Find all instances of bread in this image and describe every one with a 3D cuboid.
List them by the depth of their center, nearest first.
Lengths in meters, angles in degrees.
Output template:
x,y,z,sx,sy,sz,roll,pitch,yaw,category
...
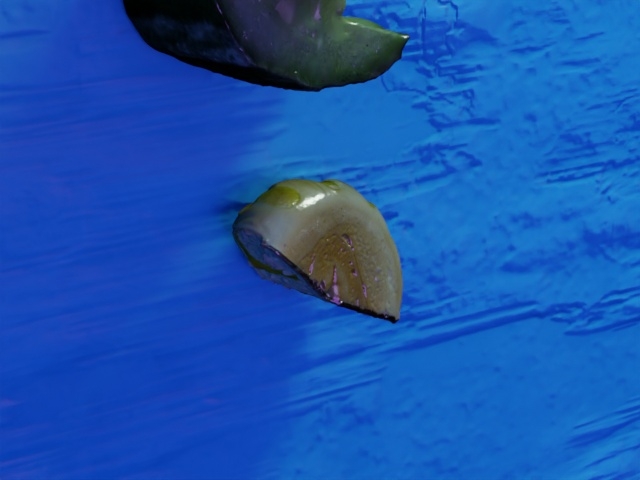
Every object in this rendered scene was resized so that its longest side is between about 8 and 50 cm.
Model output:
x,y,z,sx,sy,sz,roll,pitch,yaw,category
0.000,0.000,1.205,0.157,0.083,0.094,14,96,-39,bread

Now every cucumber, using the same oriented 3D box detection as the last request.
x,y,z,sx,sy,sz,roll,pitch,yaw,category
-0.039,-0.194,1.089,0.191,0.130,0.191,-10,106,-37,cucumber
